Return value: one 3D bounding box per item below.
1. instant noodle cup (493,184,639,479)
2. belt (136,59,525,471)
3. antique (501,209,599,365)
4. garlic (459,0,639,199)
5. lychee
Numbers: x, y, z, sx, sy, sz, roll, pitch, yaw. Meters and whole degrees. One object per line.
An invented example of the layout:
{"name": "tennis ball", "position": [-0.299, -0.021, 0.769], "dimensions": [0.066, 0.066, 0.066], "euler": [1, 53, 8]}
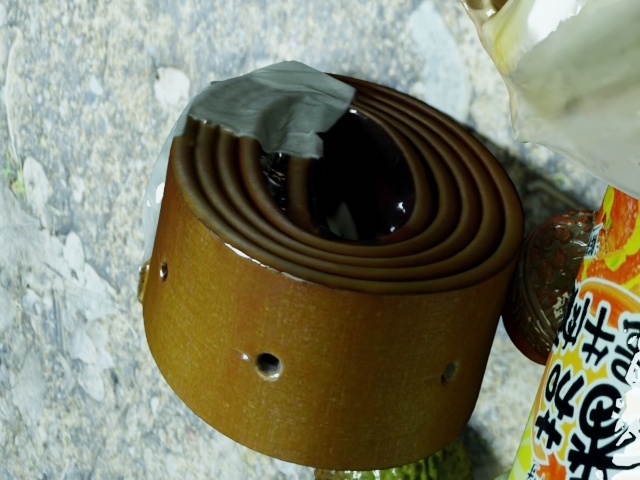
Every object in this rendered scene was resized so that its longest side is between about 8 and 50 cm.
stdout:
{"name": "instant noodle cup", "position": [0.219, 0.067, 0.608], "dimensions": [0.264, 0.264, 0.200], "euler": [20, 107, 40]}
{"name": "belt", "position": [0.000, 0.000, 0.783], "dimensions": [0.338, 0.217, 0.122], "euler": [-98, 18, -64]}
{"name": "antique", "position": [0.158, 0.030, 0.756], "dimensions": [0.104, 0.104, 0.104], "euler": [16, 114, 42]}
{"name": "garlic", "position": [0.149, -0.141, 0.515], "dimensions": [0.203, 0.185, 0.281], "euler": [-48, 45, 30]}
{"name": "lychee", "position": [0.049, 0.168, 0.900], "dimensions": [0.114, 0.146, 0.114], "euler": [2, 113, 4]}
